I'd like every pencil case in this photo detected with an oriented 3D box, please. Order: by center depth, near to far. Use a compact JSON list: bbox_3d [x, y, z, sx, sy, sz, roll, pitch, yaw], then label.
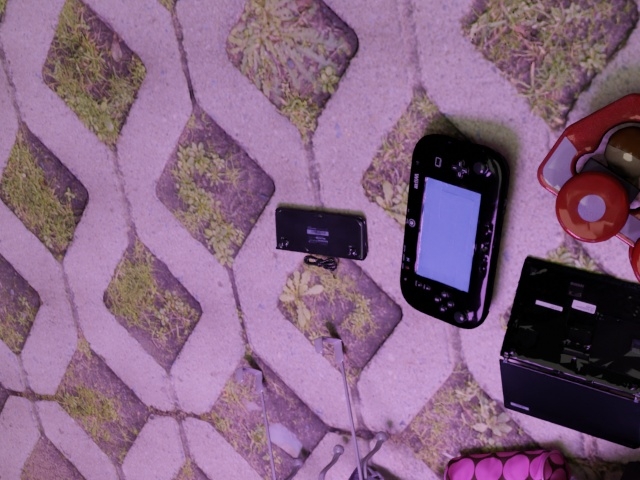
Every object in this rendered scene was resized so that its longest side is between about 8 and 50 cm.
[{"bbox_3d":[0.318,0.415,1.738,0.209,0.098,0.095,-17,102,35],"label":"pencil case"}]

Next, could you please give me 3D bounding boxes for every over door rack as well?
[{"bbox_3d":[-0.005,0.358,1.895,0.240,0.108,0.324,-26,75,36],"label":"over door rack"}]

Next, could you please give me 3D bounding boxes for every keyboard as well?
[{"bbox_3d":[0.000,0.000,1.789,0.180,0.023,0.108,8,109,29],"label":"keyboard"}]

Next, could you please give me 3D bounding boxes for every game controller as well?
[{"bbox_3d":[0.211,-0.013,1.628,0.167,0.067,0.319,16,118,24],"label":"game controller"}]

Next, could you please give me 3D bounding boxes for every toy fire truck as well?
[{"bbox_3d":[0.474,-0.078,1.402,0.302,0.169,0.253,37,101,11],"label":"toy fire truck"}]

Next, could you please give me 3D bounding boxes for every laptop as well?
[{"bbox_3d":[0.422,0.183,1.624,0.234,0.137,0.264,15,93,24],"label":"laptop"}]

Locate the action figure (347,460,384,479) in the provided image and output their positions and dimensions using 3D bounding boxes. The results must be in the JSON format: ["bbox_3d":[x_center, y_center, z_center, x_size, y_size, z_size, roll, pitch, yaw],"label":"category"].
[{"bbox_3d":[0.176,0.512,1.856,0.285,0.099,0.185,14,129,32],"label":"action figure"}]

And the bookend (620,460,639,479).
[{"bbox_3d":[0.542,0.367,1.597,0.156,0.072,0.157,-8,107,34],"label":"bookend"}]
